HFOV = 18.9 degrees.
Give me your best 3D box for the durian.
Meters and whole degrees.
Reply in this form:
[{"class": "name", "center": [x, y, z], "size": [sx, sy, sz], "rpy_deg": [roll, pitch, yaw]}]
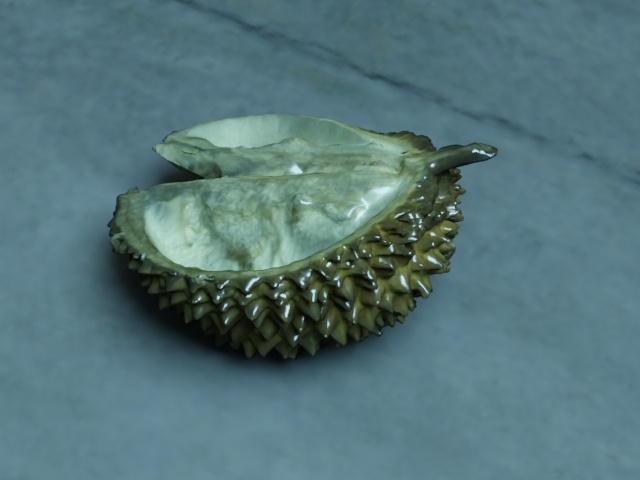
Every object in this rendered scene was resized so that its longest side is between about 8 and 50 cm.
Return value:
[{"class": "durian", "center": [0.001, -0.001, 0.668], "size": [0.140, 0.071, 0.110], "rpy_deg": [-10, 39, 20]}]
